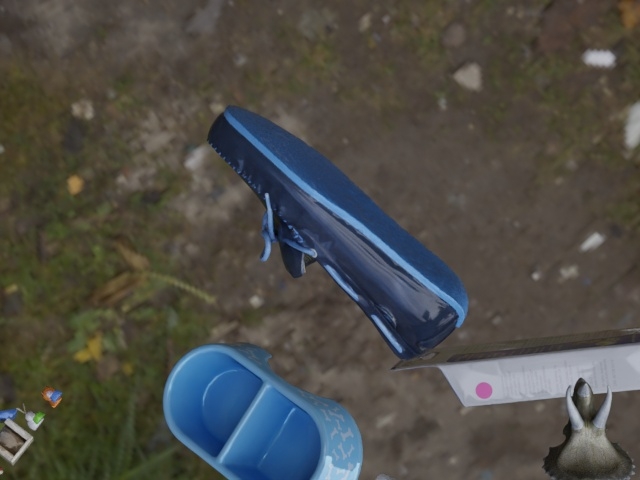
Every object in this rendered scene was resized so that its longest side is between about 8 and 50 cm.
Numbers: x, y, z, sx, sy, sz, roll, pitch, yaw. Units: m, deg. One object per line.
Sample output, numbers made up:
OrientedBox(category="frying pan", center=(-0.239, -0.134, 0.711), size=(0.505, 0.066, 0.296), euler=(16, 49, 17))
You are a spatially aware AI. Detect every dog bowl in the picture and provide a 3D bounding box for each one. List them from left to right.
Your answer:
OrientedBox(category="dog bowl", center=(-0.084, 0.239, 1.954), size=(0.166, 0.297, 0.074), euler=(-58, 149, 1))

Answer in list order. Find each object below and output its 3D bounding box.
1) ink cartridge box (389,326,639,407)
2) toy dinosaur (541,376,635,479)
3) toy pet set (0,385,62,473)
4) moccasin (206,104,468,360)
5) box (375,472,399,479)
OrientedBox(category="ink cartridge box", center=(0.282, 0.152, 1.856), size=(0.371, 0.069, 0.176), euler=(-5, -178, 13))
OrientedBox(category="toy dinosaur", center=(0.317, 0.292, 1.530), size=(0.121, 0.313, 0.160), euler=(-38, 172, -4))
OrientedBox(category="toy pet set", center=(-0.361, 0.211, 1.745), size=(0.122, 0.065, 0.114), euler=(-52, 179, -18))
OrientedBox(category="moccasin", center=(0.000, 0.000, 1.621), size=(0.117, 0.342, 0.138), euler=(-49, 175, 20))
OrientedBox(category="box", center=(0.179, 0.425, 1.587), size=(0.215, 0.345, 0.168), euler=(34, 90, -46))
